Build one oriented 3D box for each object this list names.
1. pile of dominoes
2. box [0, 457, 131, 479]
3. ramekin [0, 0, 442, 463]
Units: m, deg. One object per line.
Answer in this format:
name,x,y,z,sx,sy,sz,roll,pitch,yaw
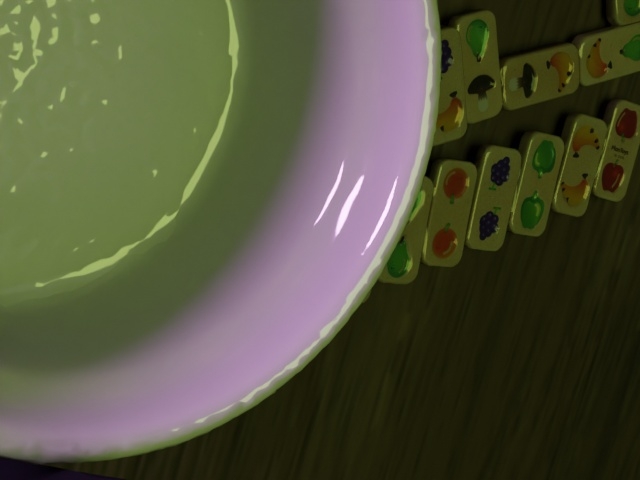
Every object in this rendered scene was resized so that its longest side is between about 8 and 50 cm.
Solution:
pile of dominoes,0.098,-0.084,0.738,0.251,0.040,0.196,-18,112,-31
box,-0.120,0.224,0.547,0.103,0.184,0.261,-21,102,-37
ramekin,-0.100,-0.065,0.557,0.277,0.135,0.277,-10,109,-32
